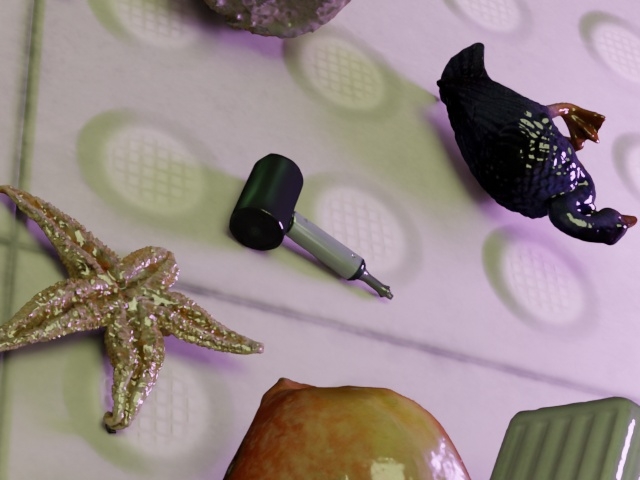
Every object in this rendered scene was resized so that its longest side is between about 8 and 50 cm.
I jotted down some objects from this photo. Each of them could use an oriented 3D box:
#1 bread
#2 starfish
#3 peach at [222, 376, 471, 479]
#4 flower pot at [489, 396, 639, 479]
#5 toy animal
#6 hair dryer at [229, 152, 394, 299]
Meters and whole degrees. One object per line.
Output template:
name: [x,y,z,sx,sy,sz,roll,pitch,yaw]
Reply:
bread: [-0.072,-0.340,1.638,0.195,0.176,0.246,26,39,-31]
starfish: [-0.200,0.056,1.298,0.295,0.048,0.231,37,42,0]
peach: [0.014,0.224,1.179,0.232,0.232,0.257,-7,49,-39]
flower pot: [0.247,0.282,1.292,0.239,0.209,0.190,36,42,-4]
toy animal: [0.249,-0.109,1.698,0.298,0.122,0.185,43,42,7]
hair dryer: [0.000,0.000,1.493,0.197,0.057,0.100,38,41,-14]
